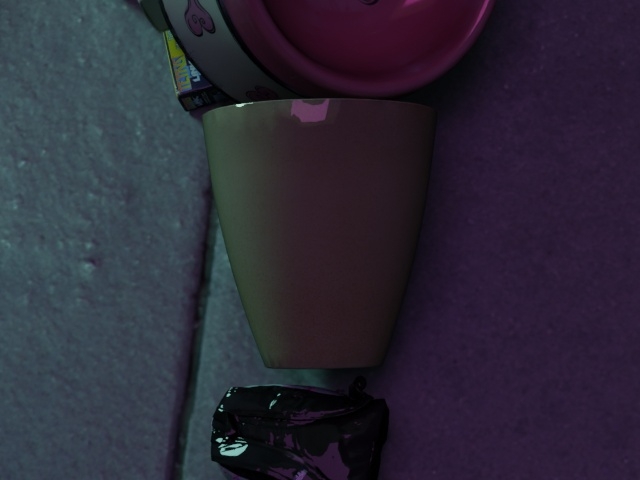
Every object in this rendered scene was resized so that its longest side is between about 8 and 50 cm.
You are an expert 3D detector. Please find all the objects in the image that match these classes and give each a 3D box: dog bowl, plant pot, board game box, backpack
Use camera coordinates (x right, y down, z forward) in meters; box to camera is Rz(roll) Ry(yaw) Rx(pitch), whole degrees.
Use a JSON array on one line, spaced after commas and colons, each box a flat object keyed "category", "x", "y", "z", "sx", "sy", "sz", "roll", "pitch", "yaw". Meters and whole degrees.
[{"category": "dog bowl", "x": 0.028, "y": -0.325, "z": 1.582, "sx": 0.408, "sy": 0.408, "sz": 0.150, "roll": -55, "pitch": 29, "yaw": -11}, {"category": "plant pot", "x": 0.000, "y": 0.000, "z": 1.570, "sx": 0.256, "sy": 0.256, "sz": 0.274, "roll": -1, "pitch": 86, "yaw": 9}, {"category": "board game box", "x": -0.119, "y": -0.256, "z": 1.771, "sx": 0.141, "sy": 0.048, "sz": 0.170, "roll": -15, "pitch": 68, "yaw": 6}, {"category": "backpack", "x": -0.027, "y": 0.222, "z": 1.546, "sx": 0.182, "sy": 0.115, "sz": 0.152, "roll": 8, "pitch": 60, "yaw": 13}]

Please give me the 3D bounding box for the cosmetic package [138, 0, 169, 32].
[{"category": "cosmetic package", "x": -0.193, "y": -0.412, "z": 1.695, "sx": 0.129, "sy": 0.153, "sz": 0.296, "roll": -22, "pitch": 82, "yaw": 0}]
